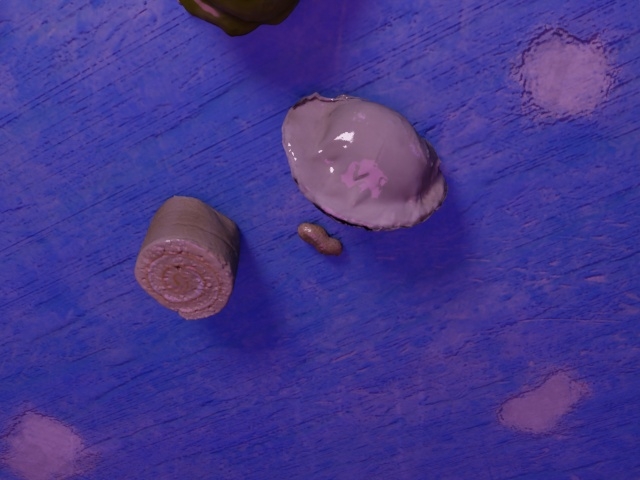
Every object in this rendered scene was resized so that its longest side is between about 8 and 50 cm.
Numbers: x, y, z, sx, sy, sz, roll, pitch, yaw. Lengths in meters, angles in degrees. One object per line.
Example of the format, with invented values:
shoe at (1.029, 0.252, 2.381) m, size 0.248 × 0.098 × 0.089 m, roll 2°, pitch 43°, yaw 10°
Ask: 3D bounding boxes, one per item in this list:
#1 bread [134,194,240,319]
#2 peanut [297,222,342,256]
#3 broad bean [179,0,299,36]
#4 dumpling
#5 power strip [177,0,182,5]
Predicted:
bread at (-0.194, 0.021, 0.939) m, size 0.134 × 0.141 × 0.148 m, roll -31°, pitch 118°, yaw 16°
peanut at (0.000, 0.000, 0.980) m, size 0.083 × 0.037 × 0.037 m, roll 35°, pitch 118°, yaw -24°
broad bean at (-0.088, -0.377, 0.675) m, size 0.238 × 0.119 × 0.290 m, roll -11°, pitch 120°, yaw -2°
dumpling at (0.055, -0.094, 0.843) m, size 0.247 × 0.172 × 0.142 m, roll 25°, pitch 151°, yaw -7°
power strip at (-0.172, -0.398, 0.729) m, size 0.060 × 0.027 × 0.252 m, roll -9°, pitch 123°, yaw 8°
